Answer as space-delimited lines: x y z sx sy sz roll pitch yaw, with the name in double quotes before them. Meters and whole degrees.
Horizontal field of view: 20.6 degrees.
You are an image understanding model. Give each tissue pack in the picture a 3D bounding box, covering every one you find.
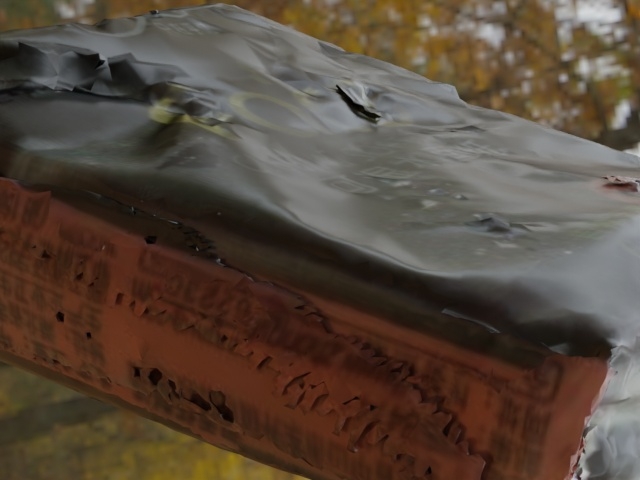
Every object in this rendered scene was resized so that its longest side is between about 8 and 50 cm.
"tissue pack" 0.000 0.000 0.624 0.332 0.245 0.123 20 -75 31
